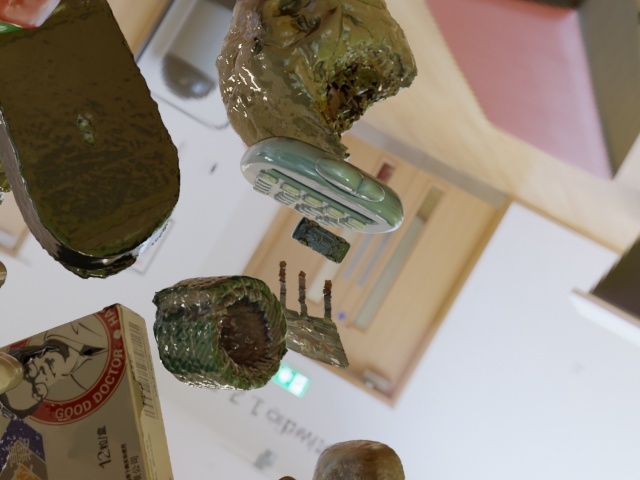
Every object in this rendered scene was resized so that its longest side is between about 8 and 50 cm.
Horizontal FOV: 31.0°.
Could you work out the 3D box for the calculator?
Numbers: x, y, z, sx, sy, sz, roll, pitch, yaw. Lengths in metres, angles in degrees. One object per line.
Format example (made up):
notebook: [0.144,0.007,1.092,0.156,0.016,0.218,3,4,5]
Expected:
calculator: [0.000,-0.061,1.328,0.188,0.042,0.303,28,169,-13]

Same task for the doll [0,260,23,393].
doll: [-0.358,0.073,1.047,0.160,0.160,0.059,-10,-178,10]

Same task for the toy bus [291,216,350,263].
toy bus: [0.000,0.000,1.682,0.083,0.038,0.046,30,177,-6]

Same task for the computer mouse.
computer mouse: [-0.249,-0.107,1.172,0.087,0.168,0.295,0,112,55]

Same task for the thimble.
thimble: [-0.103,0.096,1.185,0.090,0.118,0.135,-6,171,32]

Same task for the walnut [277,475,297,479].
walnut: [-0.029,0.269,0.906,0.069,0.142,0.170,-6,-162,-5]

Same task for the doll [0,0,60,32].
doll: [-0.249,-0.252,0.885,0.160,0.363,0.182,23,-145,-51]

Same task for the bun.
bun: [-0.023,-0.251,1.568,0.282,0.281,0.204,29,157,36]

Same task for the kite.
kite: [-0.022,0.109,1.629,0.141,0.015,0.245,17,147,11]

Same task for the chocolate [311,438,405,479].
chocolate: [0.040,0.454,1.748,0.101,0.303,0.185,9,170,-38]

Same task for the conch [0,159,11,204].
conch: [-0.421,-0.148,1.373,0.291,0.210,0.159,13,-158,-49]

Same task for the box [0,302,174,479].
box: [-0.254,0.261,1.157,0.069,0.214,0.353,45,-153,-61]
